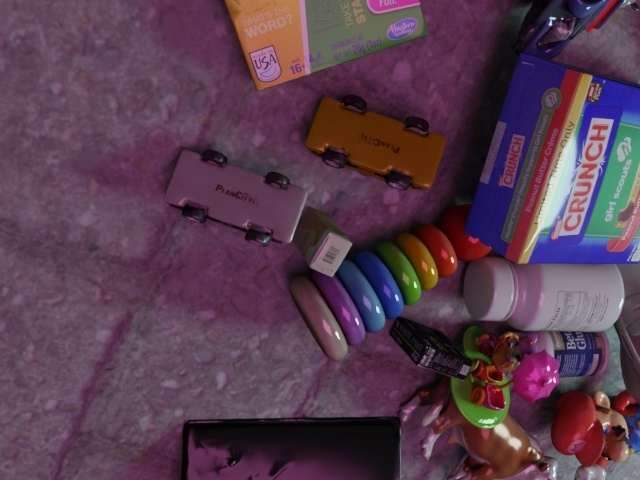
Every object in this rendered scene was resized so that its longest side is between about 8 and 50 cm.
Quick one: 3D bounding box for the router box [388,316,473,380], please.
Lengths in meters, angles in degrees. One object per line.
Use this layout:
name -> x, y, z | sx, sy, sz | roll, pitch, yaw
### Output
router box -> 0.176, 0.172, 1.175 | 0.092, 0.122, 0.038 | 21, 100, -22

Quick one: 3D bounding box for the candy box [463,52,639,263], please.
candy box -> 0.390, -0.108, 1.076 | 0.317, 0.122, 0.268 | 2, 111, -36

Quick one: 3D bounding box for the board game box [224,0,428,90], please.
board game box -> -0.021, -0.378, 0.915 | 0.242, 0.064, 0.317 | -18, 114, 4

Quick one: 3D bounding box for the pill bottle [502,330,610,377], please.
pill bottle -> 0.400, 0.189, 1.258 | 0.169, 0.094, 0.094 | 0, 111, -16

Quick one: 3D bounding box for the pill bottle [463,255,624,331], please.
pill bottle -> 0.357, 0.082, 1.183 | 0.229, 0.131, 0.131 | 3, 110, -16

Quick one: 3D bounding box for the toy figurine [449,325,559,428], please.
toy figurine -> 0.305, 0.199, 1.154 | 0.130, 0.159, 0.173 | 20, 60, -26

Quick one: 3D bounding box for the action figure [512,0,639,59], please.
action figure -> 0.321, -0.410, 0.956 | 0.330, 0.179, 0.341 | 21, 134, -27

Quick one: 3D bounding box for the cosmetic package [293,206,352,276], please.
cosmetic package -> 0.000, 0.000, 1.063 | 0.041, 0.115, 0.060 | 26, 101, -24

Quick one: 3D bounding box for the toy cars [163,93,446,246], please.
toy cars -> -0.020, -0.092, 1.035 | 0.393, 0.087, 0.177 | -21, 80, -5

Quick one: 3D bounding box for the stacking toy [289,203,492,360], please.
stacking toy -> 0.123, 0.044, 1.112 | 0.330, 0.141, 0.141 | -30, 115, -7

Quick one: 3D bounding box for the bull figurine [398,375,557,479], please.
bull figurine -> 0.282, 0.356, 1.281 | 0.188, 0.101, 0.310 | -34, 104, 1

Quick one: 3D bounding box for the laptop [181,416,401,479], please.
laptop -> -0.072, 0.521, 1.302 | 0.381, 0.236, 0.408 | 3, 138, -16

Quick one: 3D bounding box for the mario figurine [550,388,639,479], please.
mario figurine -> 0.565, 0.362, 1.324 | 0.320, 0.170, 0.198 | 5, 75, -25

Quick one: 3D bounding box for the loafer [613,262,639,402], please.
loafer -> 0.547, 0.127, 1.229 | 0.112, 0.111, 0.320 | -18, 93, -8
